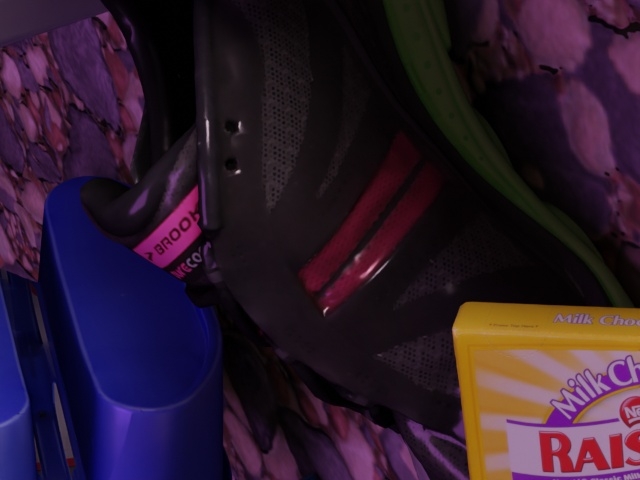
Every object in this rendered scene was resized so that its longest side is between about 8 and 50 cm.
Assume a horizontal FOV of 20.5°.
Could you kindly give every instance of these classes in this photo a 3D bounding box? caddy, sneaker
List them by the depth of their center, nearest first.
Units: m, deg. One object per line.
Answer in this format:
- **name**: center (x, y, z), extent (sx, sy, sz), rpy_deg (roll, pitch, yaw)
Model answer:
- **sneaker**: center (0.000, 0.000, 0.844), extent (0.483, 0.202, 0.185), rpy_deg (61, 153, 10)
- **caddy**: center (-0.190, 0.104, 1.197), extent (0.341, 0.241, 0.179), rpy_deg (-116, 26, -52)

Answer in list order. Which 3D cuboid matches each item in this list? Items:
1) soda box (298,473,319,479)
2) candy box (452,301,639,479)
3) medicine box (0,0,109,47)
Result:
- **soda box**: center (0.016, 0.265, 1.168), extent (0.210, 0.071, 0.067), rpy_deg (55, 150, 21)
- **candy box**: center (0.157, 0.077, 0.690), extent (0.206, 0.027, 0.105), rpy_deg (1, 116, 20)
- **medicine box**: center (-0.231, -0.305, 1.081), extent (0.289, 0.149, 0.263), rpy_deg (44, 145, 35)
